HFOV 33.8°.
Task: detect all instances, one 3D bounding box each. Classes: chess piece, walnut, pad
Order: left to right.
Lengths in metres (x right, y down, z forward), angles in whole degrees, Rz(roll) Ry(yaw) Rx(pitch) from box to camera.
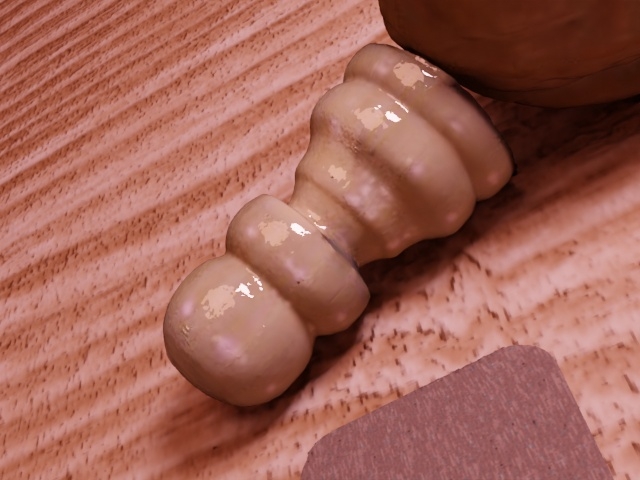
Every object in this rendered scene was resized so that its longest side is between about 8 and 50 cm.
[{"bbox_3d":[0.000,0.000,0.722,0.261,0.143,0.142,-48,36,-10],"label":"chess piece"},{"bbox_3d":[0.079,0.172,0.557,0.176,0.002,0.266,-28,36,10],"label":"pad"},{"bbox_3d":[0.171,-0.235,0.732,0.285,0.285,0.296,-23,10,17],"label":"walnut"}]
